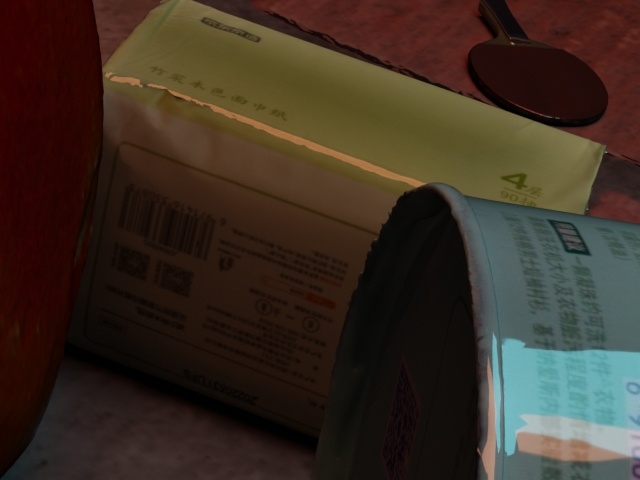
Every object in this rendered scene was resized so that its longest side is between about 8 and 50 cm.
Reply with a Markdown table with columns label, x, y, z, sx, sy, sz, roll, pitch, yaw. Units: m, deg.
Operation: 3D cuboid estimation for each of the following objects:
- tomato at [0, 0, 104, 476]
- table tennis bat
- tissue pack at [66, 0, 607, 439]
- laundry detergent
| label | x | y | z | sx | sy | sz | roll | pitch | yaw |
| --- | --- | --- | --- | --- | --- | --- | --- | --- | --- |
| tomato | -0.234 | -0.036 | 0.704 | 0.293 | 0.289 | 0.325 | 16 | 48 | 2 |
| table tennis bat | 0.143 | -0.125 | 1.265 | 0.095 | 0.014 | 0.158 | 1 | 37 | -18 |
| tissue pack | 0.000 | 0.000 | 0.875 | 0.234 | 0.159 | 0.125 | 19 | 32 | 8 |
| laundry detergent | 0.159 | 0.143 | 0.596 | 0.305 | 0.287 | 0.287 | 9 | 32 | -8 |
